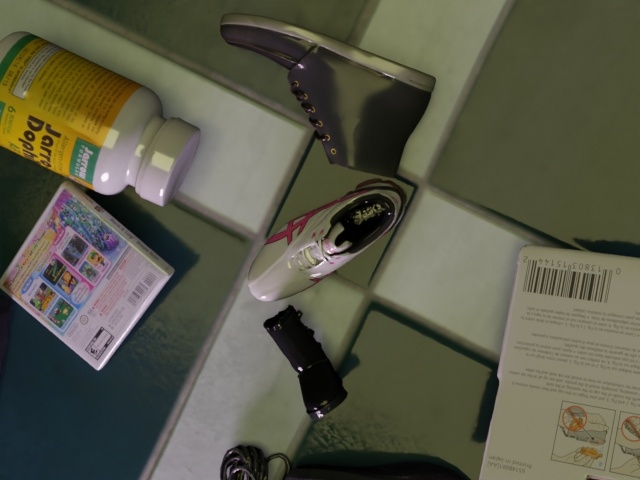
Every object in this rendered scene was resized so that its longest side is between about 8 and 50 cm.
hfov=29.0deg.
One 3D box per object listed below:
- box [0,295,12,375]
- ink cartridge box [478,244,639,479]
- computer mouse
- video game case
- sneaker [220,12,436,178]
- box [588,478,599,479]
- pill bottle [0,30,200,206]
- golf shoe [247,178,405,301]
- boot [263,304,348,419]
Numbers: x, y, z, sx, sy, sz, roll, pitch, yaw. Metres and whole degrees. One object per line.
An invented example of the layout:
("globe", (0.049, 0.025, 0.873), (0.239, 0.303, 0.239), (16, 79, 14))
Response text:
("box", (-0.607, 0.172, 1.122), (0.480, 0.472, 0.297), (13, 97, 5))
("ink cartridge box", (0.310, 0.150, 1.144), (0.296, 0.066, 0.261), (8, 80, 28))
("computer mouse", (0.032, 0.300, 1.267), (0.272, 0.072, 0.188), (-5, 94, 7))
("video game case", (-0.244, 0.038, 1.273), (0.143, 0.019, 0.157), (40, 120, 2))
("sneaker", (-0.008, -0.144, 1.224), (0.222, 0.083, 0.118), (20, 98, 3))
("box", (0.438, 0.275, 1.207), (0.395, 0.097, 0.318), (-41, 90, 9))
("pill bottle", (-0.231, -0.116, 1.234), (0.208, 0.117, 0.117), (26, 97, 3))
("golf shoe", (0.000, 0.000, 1.236), (0.186, 0.086, 0.067), (-36, 92, 10))
("boot", (-0.017, 0.119, 1.234), (0.045, 0.121, 0.099), (-32, 97, 6))
